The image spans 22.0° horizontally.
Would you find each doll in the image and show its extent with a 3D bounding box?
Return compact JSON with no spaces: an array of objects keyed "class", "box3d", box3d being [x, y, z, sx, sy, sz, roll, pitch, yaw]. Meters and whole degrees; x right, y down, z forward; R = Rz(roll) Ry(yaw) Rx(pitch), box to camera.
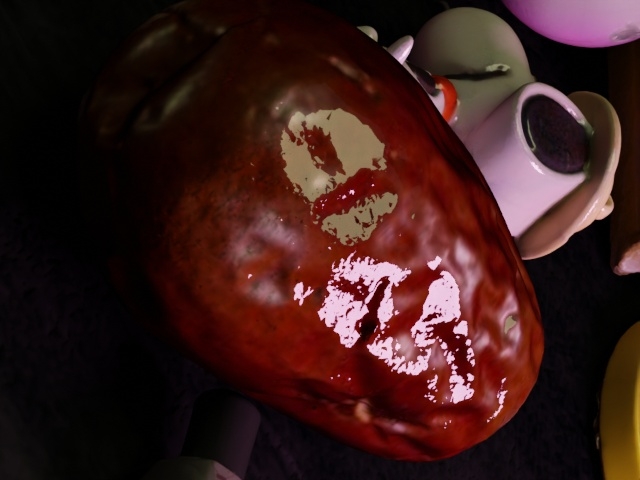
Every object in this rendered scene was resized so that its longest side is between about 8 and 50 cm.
[{"class":"doll","box3d":[0.086,-0.068,1.153,0.208,0.144,0.271,52,35,12]}]

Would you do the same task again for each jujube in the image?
[{"class":"jujube","box3d":[0.000,0.000,0.954,0.318,0.223,0.223,45,45,-35]}]

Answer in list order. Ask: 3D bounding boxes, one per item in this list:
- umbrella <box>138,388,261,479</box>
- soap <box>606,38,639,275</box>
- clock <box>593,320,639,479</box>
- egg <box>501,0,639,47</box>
[{"class":"umbrella","box3d":[-0.088,0.227,0.863,0.067,0.073,0.337,57,36,-44]},{"class":"soap","box3d":[0.347,-0.127,1.347,0.143,0.259,0.281,19,61,-21]},{"class":"clock","box3d":[0.333,0.187,1.351,0.293,0.071,0.277,-42,106,-48]},{"class":"egg","box3d":[0.212,-0.288,1.322,0.196,0.196,0.271,11,73,-45]}]
